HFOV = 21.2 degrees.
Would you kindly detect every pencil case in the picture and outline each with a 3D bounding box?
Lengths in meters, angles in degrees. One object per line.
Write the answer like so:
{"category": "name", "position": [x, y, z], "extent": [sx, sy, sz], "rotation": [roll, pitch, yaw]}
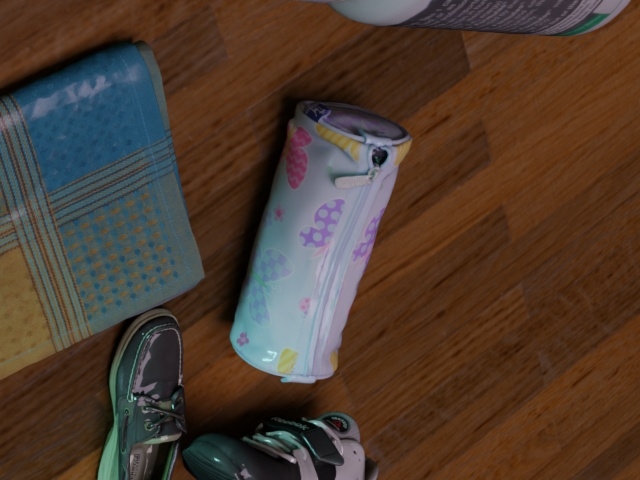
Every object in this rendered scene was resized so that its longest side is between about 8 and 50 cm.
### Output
{"category": "pencil case", "position": [0.000, 0.000, 1.656], "extent": [0.113, 0.124, 0.273], "rotation": [0, 117, -41]}

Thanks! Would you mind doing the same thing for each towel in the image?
{"category": "towel", "position": [-0.284, 0.005, 1.480], "extent": [0.370, 0.040, 0.271], "rotation": [-27, 130, -23]}

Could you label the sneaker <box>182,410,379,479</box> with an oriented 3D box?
{"category": "sneaker", "position": [-0.032, 0.228, 1.785], "extent": [0.146, 0.122, 0.330], "rotation": [-58, 152, -7]}

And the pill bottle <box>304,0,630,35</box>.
{"category": "pill bottle", "position": [0.109, -0.287, 1.504], "extent": [0.361, 0.204, 0.204], "rotation": [-3, 118, -40]}

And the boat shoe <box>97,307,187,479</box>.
{"category": "boat shoe", "position": [-0.162, 0.175, 1.666], "extent": [0.080, 0.073, 0.224], "rotation": [-7, 121, -38]}
